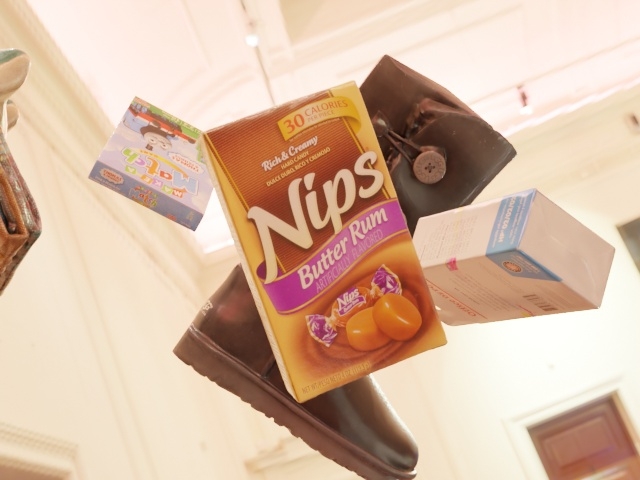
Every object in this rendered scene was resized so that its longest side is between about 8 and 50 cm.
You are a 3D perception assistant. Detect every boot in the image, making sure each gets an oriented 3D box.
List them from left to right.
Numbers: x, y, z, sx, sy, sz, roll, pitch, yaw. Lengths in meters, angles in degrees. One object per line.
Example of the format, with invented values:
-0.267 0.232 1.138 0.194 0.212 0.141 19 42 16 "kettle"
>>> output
0.089 0.046 1.270 0.445 0.367 0.146 -55 20 -1 "boot"

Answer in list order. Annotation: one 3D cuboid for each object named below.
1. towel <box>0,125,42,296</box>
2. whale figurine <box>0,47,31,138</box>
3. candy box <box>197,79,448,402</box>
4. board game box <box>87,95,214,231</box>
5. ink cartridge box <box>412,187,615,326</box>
-0.313 -0.112 0.764 0.040 0.370 0.271 -17 -14 -35 "towel"
-0.449 -0.143 1.209 0.272 0.141 0.216 -43 -3 38 "whale figurine"
0.000 0.000 0.684 0.109 0.186 0.053 -21 3 -10 "candy box"
-0.222 -0.112 1.449 0.160 0.211 0.039 27 -59 -11 "board game box"
0.147 0.020 0.892 0.104 0.061 0.181 33 -26 -26 "ink cartridge box"
